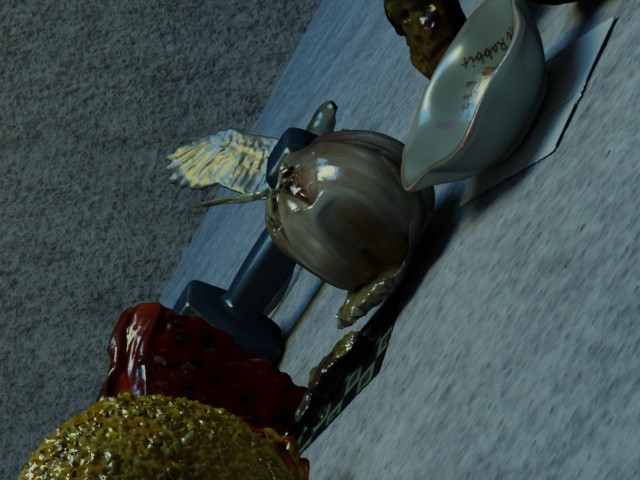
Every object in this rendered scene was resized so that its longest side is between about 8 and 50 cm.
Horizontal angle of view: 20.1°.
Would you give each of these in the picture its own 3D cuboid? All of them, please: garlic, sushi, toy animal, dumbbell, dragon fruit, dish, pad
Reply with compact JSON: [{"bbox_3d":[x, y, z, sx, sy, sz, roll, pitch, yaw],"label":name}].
[{"bbox_3d":[0.000,0.000,1.872,0.256,0.207,0.207,-14,27,15],"label":"garlic"},{"bbox_3d":[0.018,0.128,1.874,0.201,0.031,0.139,-51,13,42],"label":"sushi"},{"bbox_3d":[-0.051,-0.040,2.455,0.302,0.225,0.284,-37,42,39],"label":"toy animal"},{"bbox_3d":[-0.059,0.023,2.238,0.316,0.156,0.143,-57,-19,16],"label":"dumbbell"},{"bbox_3d":[-0.201,0.278,1.972,0.329,0.228,0.286,-47,18,44],"label":"dragon fruit"},{"bbox_3d":[0.164,-0.134,1.744,0.229,0.081,0.229,-57,14,23],"label":"dish"},{"bbox_3d":[0.206,-0.122,1.737,0.156,0.004,0.232,-63,10,-19],"label":"pad"}]

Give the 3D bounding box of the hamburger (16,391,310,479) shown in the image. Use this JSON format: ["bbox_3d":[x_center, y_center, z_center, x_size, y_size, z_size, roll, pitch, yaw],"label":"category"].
[{"bbox_3d":[-0.147,0.269,1.596,0.179,0.276,0.294,115,174,-55],"label":"hamburger"}]

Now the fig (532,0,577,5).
[{"bbox_3d":[0.224,-0.312,1.709,0.170,0.145,0.274,-56,-11,10],"label":"fig"}]

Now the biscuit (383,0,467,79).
[{"bbox_3d":[0.093,-0.318,2.024,0.081,0.334,0.289,-20,-3,11],"label":"biscuit"}]
